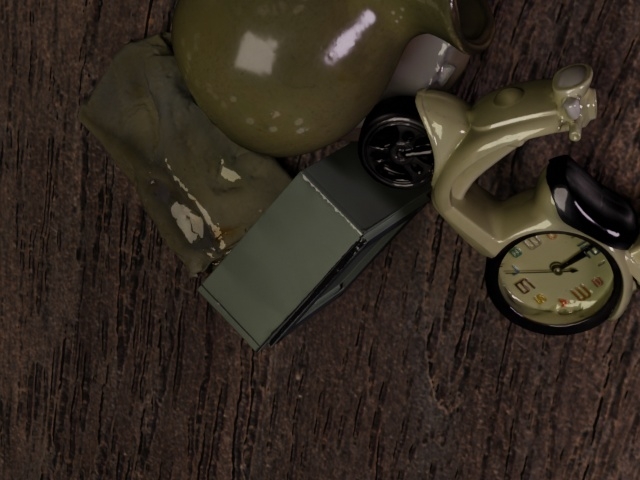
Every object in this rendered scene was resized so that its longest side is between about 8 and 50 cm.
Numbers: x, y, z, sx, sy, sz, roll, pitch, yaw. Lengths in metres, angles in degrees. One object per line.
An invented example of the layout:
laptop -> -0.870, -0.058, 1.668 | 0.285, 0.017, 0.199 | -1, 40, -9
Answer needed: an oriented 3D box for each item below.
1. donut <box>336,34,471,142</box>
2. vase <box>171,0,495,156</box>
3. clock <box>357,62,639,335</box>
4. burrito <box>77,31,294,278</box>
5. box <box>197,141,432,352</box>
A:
donut -> 0.027, -0.305, 1.677 | 0.382, 0.142, 0.382 | 9, 110, 24
vase -> -0.010, -0.278, 1.517 | 0.302, 0.241, 0.329 | -31, 66, 20
clock -> 0.249, -0.058, 1.608 | 0.276, 0.120, 0.379 | -31, 116, 29
burrito -> -0.194, -0.116, 1.863 | 0.332, 0.135, 0.190 | 50, 128, 8
box -> 0.000, 0.000, 1.744 | 0.117, 0.225, 0.225 | 46, 121, 6
